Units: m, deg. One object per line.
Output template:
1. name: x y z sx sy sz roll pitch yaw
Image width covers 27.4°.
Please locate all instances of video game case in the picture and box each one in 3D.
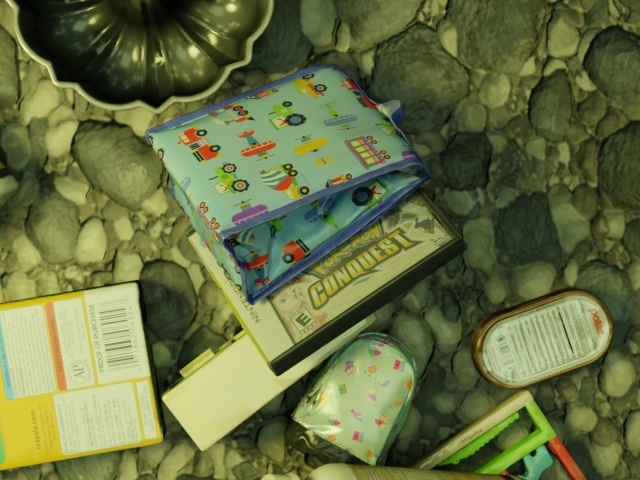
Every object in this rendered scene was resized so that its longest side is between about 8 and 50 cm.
1. video game case: 0.000 0.000 1.612 0.275 0.035 0.248 -34 52 -3

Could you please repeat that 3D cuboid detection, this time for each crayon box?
1. crayon box: -0.369 0.175 1.640 0.323 0.083 0.203 -9 91 -4

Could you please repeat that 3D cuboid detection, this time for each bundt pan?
1. bundt pan: -0.220 -0.315 1.625 0.331 0.124 0.331 0 91 -5

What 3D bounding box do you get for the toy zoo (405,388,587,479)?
1. toy zoo: 0.269 0.367 1.711 0.192 0.030 0.293 -34 93 -3

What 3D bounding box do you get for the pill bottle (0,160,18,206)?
1. pill bottle: -0.481 -0.111 1.612 0.119 0.119 0.208 -39 93 -3

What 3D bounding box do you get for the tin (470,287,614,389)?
1. tin: 0.290 0.129 1.708 0.190 0.040 0.106 -20 96 -4

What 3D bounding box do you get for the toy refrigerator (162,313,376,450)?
1. toy refrigerator: -0.068 0.140 1.651 0.269 0.102 0.094 -38 93 -2

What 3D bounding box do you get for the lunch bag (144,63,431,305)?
1. lunch bag: -0.027 -0.099 1.597 0.293 0.138 0.221 -30 50 -10

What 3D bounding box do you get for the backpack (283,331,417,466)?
1. backpack: 0.053 0.204 1.653 0.152 0.115 0.182 29 87 -2

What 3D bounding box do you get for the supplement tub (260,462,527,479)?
1. supplement tub: 0.091 0.387 1.541 0.331 0.241 0.241 7 90 -14
